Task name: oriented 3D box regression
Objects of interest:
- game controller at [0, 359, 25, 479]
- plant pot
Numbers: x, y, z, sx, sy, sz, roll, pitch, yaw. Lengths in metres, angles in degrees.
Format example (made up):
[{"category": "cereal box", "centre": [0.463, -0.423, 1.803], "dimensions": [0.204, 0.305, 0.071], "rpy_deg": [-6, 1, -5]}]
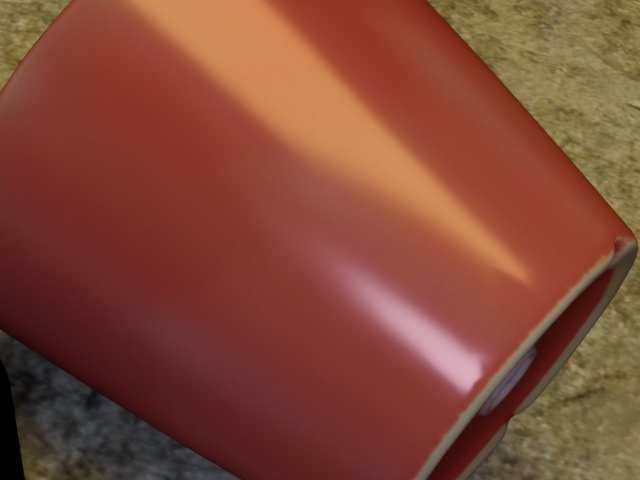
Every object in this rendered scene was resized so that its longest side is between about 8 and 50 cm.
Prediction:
[{"category": "game controller", "centre": [-0.196, 0.144, 0.664], "dimensions": [0.166, 0.067, 0.319], "rpy_deg": [4, 35, -20]}, {"category": "plant pot", "centre": [0.000, 0.000, 0.808], "dimensions": [0.243, 0.275, 0.275], "rpy_deg": [39, 38, 15]}]
